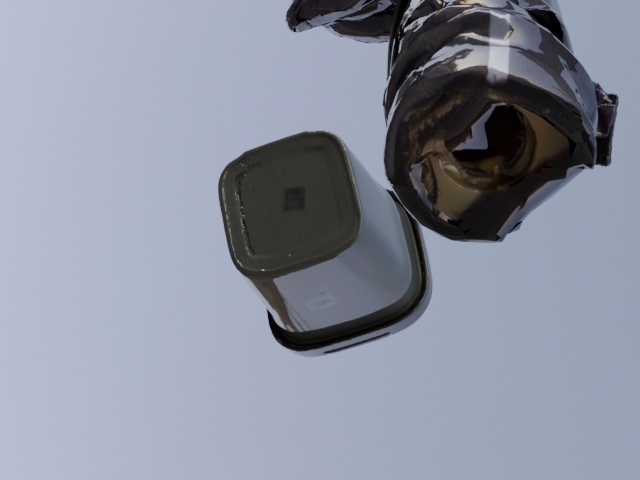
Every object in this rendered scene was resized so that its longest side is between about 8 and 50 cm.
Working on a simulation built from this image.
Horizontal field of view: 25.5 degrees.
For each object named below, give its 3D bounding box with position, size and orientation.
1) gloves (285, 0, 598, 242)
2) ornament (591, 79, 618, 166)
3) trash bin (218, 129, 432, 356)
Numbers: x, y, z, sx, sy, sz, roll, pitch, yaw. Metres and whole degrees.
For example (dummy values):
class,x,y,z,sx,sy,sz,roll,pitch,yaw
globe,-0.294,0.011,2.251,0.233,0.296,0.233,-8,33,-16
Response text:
class,x,y,z,sx,sy,sz,roll,pitch,yaw
gloves,0.058,-0.072,0.623,0.285,0.119,0.142,-119,-165,-65
ornament,0.257,-0.137,1.419,0.203,0.081,0.088,50,47,-74
trash bin,0.000,0.000,1.727,0.250,0.219,0.219,53,21,-61
